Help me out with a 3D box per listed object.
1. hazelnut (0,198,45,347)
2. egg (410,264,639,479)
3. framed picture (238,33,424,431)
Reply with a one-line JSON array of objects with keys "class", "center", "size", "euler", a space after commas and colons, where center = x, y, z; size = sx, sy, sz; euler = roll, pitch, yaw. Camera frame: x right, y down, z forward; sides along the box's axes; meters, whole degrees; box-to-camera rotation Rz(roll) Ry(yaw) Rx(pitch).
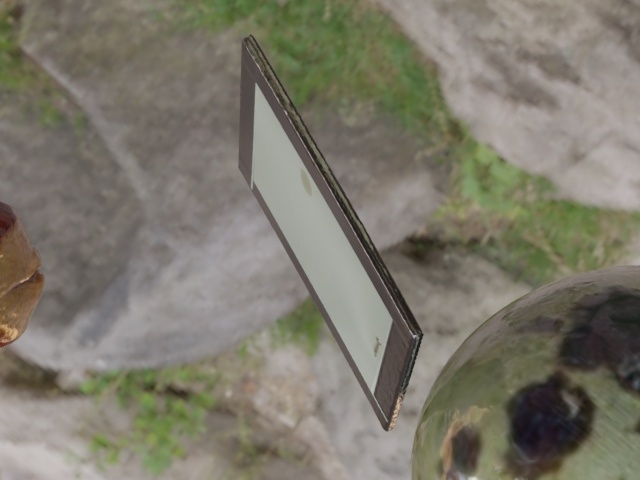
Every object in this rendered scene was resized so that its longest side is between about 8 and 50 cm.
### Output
[{"class": "hazelnut", "center": [-0.429, 0.032, 1.798], "size": [0.180, 0.181, 0.212], "euler": [20, 123, 25]}, {"class": "egg", "center": [0.284, 0.201, 1.530], "size": [0.345, 0.428, 0.345], "euler": [35, 140, 36]}, {"class": "framed picture", "center": [0.000, 0.000, 1.545], "size": [0.347, 0.016, 0.265], "euler": [61, 164, 22]}]
